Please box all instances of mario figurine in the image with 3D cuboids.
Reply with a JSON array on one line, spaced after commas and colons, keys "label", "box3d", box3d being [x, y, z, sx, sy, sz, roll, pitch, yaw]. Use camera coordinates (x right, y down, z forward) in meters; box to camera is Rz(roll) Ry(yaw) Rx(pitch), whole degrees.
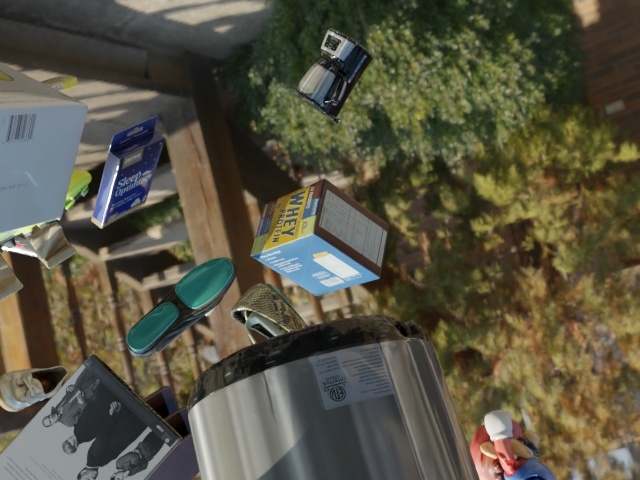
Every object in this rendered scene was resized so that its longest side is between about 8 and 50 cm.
[{"label": "mario figurine", "box3d": [0.413, 0.434, 1.440, 0.170, 0.198, 0.320, -3, -163, -19]}]

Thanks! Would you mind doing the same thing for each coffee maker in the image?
[{"label": "coffee maker", "box3d": [0.031, -0.388, 1.771, 0.178, 0.120, 0.171, -57, 171, 6]}]

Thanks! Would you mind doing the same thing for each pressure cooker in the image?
[{"label": "pressure cooker", "box3d": [0.029, 0.349, 0.996, 0.369, 0.421, 0.375, -25, 157, 18]}]

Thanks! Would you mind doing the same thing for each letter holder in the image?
[{"label": "letter holder", "box3d": [-0.447, 0.556, 1.983, 0.152, 0.215, 0.301, 15, -141, 40]}]

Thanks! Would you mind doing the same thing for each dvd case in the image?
[{"label": "dvd case", "box3d": [-0.338, 0.308, 1.050, 0.239, 0.179, 0.029, -48, 170, -6]}]

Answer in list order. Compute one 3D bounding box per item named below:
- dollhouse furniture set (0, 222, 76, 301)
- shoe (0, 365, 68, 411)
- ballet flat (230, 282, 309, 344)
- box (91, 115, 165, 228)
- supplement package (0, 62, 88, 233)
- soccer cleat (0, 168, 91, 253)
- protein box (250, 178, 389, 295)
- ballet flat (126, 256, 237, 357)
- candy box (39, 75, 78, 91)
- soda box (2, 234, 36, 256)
[{"label": "dollhouse furniture set", "box3d": [-0.788, -0.045, 1.550, 0.394, 0.362, 0.256, -37, -149, -20]}, {"label": "shoe", "box3d": [-0.551, 0.273, 1.440, 0.058, 0.077, 0.219, -32, 175, 3]}, {"label": "ballet flat", "box3d": [-0.055, 0.293, 1.987, 0.182, 0.482, 0.164, -38, 147, -30]}, {"label": "box", "box3d": [-0.388, -0.138, 1.530, 0.136, 0.036, 0.225, -40, 161, -50]}, {"label": "supplement package", "box3d": [-0.399, -0.111, 0.790, 0.203, 0.149, 0.194, 26, -160, 15]}, {"label": "soccer cleat", "box3d": [-0.545, -0.065, 1.355, 0.289, 0.121, 0.093, -28, -170, 14]}, {"label": "protein box", "box3d": [0.000, 0.000, 1.607, 0.201, 0.136, 0.199, 34, 144, -33]}, {"label": "ballet flat", "box3d": [-0.285, 0.140, 1.577, 0.280, 0.095, 0.096, -38, 156, -7]}, {"label": "candy box", "box3d": [-0.724, -0.373, 1.893, 0.205, 0.027, 0.105, -29, -152, -33]}, {"label": "soda box", "box3d": [-0.829, 0.001, 2.096, 0.168, 0.053, 0.060, 12, -154, 6]}]
